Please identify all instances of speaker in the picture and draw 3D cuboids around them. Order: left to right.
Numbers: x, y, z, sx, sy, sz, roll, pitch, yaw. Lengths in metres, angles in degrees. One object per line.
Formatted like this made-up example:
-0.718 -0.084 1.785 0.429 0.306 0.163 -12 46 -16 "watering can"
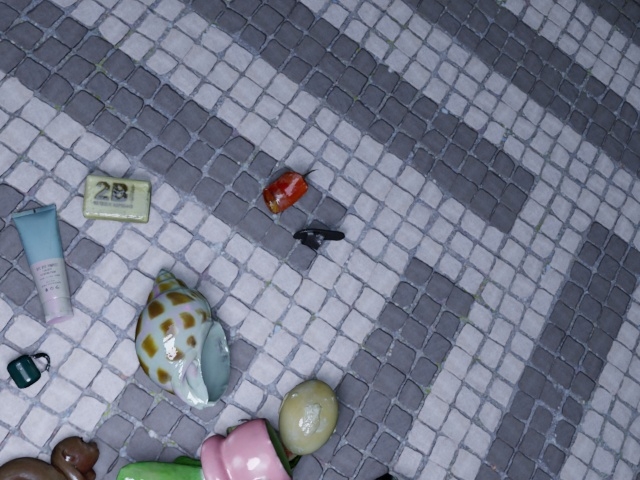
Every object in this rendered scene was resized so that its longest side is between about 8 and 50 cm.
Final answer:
-0.722 0.318 1.474 0.094 0.060 0.075 -33 90 -20 "speaker"

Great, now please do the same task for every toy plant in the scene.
-0.262 0.569 1.442 0.355 0.211 0.317 -23 123 2 "toy plant"

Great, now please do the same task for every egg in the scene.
-0.034 0.472 1.585 0.164 0.164 0.202 25 69 -9 "egg"

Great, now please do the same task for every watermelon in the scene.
-0.110 0.590 1.584 0.163 0.069 0.087 -14 83 -20 "watermelon"

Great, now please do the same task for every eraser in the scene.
-0.553 -0.113 1.615 0.172 0.058 0.117 5 77 -15 "eraser"

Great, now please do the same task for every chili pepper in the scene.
-0.080 -0.161 1.748 0.192 0.084 0.086 -36 122 -17 "chili pepper"

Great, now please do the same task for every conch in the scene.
-0.358 0.245 1.527 0.249 0.197 0.368 22 64 -49 "conch"

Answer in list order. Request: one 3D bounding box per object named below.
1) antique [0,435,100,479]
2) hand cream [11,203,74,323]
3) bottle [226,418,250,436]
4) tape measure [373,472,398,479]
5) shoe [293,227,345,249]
-0.657 0.564 1.414 0.256 0.121 0.144 -26 77 -12 "antique"
-0.716 0.060 1.541 0.111 0.070 0.313 -14 75 -16 "hand cream"
-0.199 0.514 1.590 0.101 0.047 0.063 -11 123 -22 "bottle"
0.127 0.729 1.564 0.107 0.181 0.182 48 35 -5 "tape measure"
0.000 0.000 1.745 0.159 0.062 0.053 1 66 -20 "shoe"
